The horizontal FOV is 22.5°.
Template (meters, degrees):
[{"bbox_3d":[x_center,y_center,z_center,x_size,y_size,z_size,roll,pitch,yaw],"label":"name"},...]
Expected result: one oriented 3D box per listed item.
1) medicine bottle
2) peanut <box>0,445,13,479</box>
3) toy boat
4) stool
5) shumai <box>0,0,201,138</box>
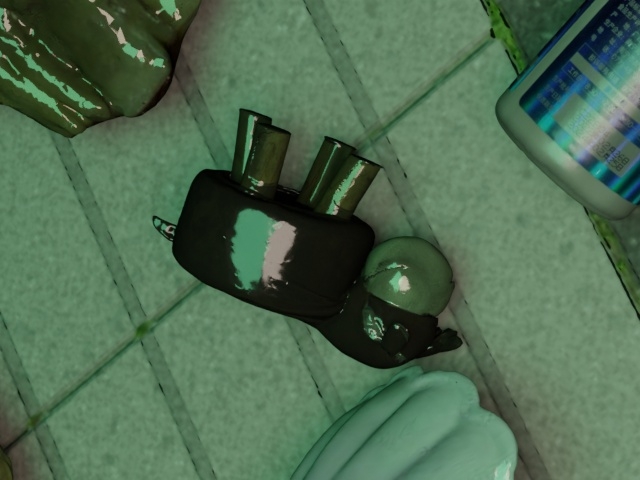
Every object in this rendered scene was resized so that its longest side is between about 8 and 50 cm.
[{"bbox_3d":[0.202,-0.113,0.950,0.107,0.107,0.191,47,106,17],"label":"medicine bottle"},{"bbox_3d":[-0.268,0.213,1.136,0.130,0.130,0.290,-17,83,22],"label":"peanut"},{"bbox_3d":[0.029,0.219,0.993,0.199,0.100,0.290,33,119,50],"label":"toy boat"},{"bbox_3d":[0.000,0.000,1.030,0.217,0.125,0.121,25,97,12],"label":"stool"},{"bbox_3d":[-0.228,-0.200,1.135,0.283,0.217,0.346,20,113,-10],"label":"shumai"}]
